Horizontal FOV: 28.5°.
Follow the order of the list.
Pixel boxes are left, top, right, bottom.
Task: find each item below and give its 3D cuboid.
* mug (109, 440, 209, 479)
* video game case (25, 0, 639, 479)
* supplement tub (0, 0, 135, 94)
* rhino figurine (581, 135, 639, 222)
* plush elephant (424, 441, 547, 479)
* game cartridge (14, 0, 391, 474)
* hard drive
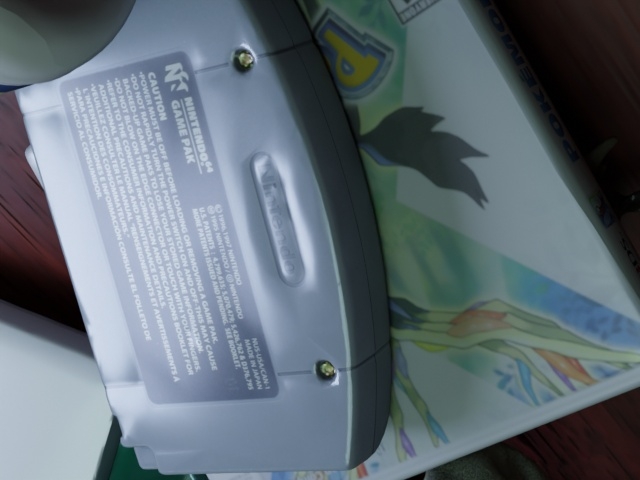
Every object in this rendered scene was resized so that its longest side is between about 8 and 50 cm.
[{"bbox_3d":[-0.086,0.199,0.953,0.158,0.097,0.129,-31,71,39],"label":"mug"},{"bbox_3d":[0.000,0.000,0.744,0.329,0.036,0.300,-30,90,34],"label":"video game case"},{"bbox_3d":[-0.279,-0.163,0.642,0.325,0.235,0.235,-12,124,25],"label":"supplement tub"},{"bbox_3d":[0.137,0.031,0.771,0.073,0.106,0.243,46,140,33],"label":"rhino figurine"},{"bbox_3d":[0.092,0.283,0.868,0.330,0.271,0.255,-23,155,11],"label":"plush elephant"},{"bbox_3d":[-0.065,-0.009,0.728,0.198,0.062,0.297,-9,102,29],"label":"game cartridge"},{"bbox_3d":[-0.328,0.129,0.954,0.353,0.047,0.233,21,109,7],"label":"hard drive"}]
